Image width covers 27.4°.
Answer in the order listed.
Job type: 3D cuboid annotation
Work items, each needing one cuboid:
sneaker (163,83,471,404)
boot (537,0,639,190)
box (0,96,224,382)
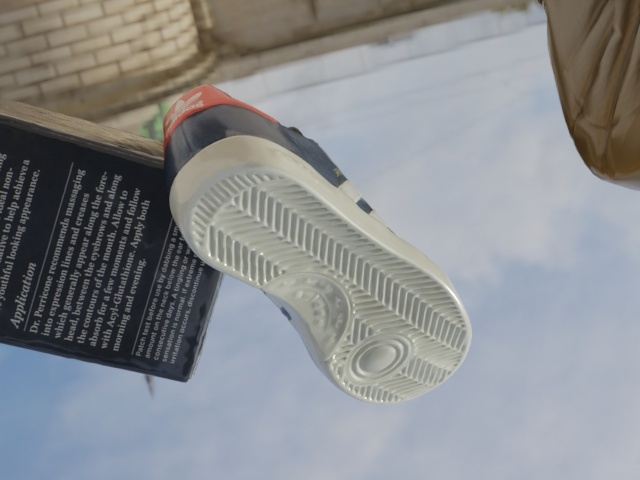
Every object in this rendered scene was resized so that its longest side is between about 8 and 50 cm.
[{"bbox_3d":[0.000,0.000,1.037,0.131,0.350,0.148,-35,-136,7],"label":"sneaker"},{"bbox_3d":[0.171,-0.078,0.409,0.203,0.095,0.262,19,-144,-13],"label":"boot"},{"bbox_3d":[-0.317,-0.030,1.324,0.395,0.212,0.293,15,-175,-22],"label":"box"}]
